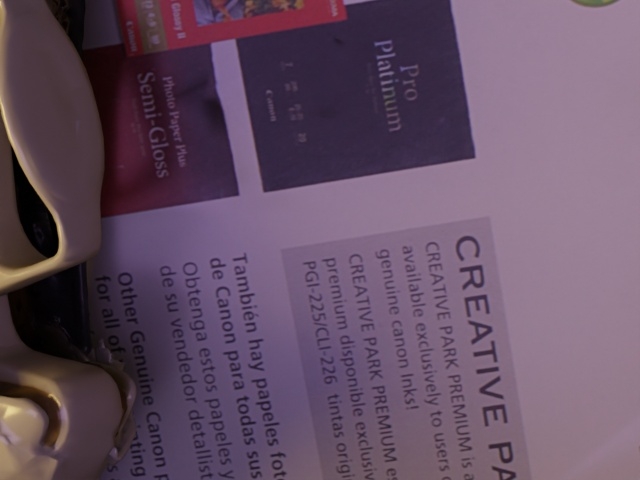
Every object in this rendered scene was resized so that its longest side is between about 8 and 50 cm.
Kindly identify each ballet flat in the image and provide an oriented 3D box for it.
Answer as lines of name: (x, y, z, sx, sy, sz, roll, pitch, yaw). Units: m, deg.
ballet flat: (-0.078, 0.013, 0.413, 0.074, 0.074, 0.203, 0, 100, 7)

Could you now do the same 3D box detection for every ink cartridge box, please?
ink cartridge box: (0.000, 0.000, 0.510, 0.272, 0.130, 0.309, -8, 101, 8)
